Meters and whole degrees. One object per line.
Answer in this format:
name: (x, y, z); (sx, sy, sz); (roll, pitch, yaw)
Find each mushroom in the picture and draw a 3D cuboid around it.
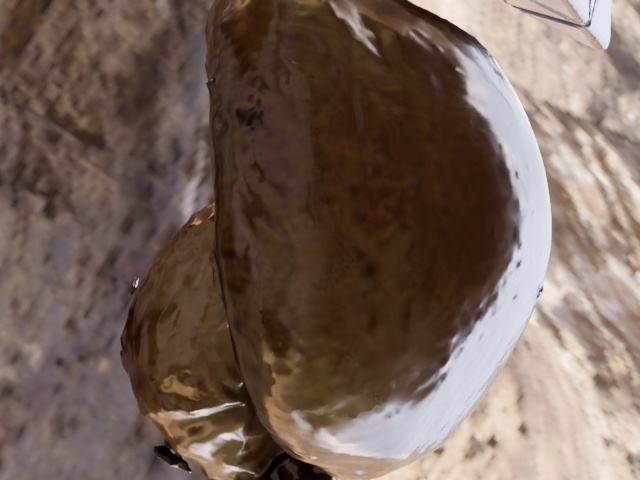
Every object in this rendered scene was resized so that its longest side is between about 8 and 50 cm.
mushroom: (0.010, 0.007, 0.913); (0.263, 0.195, 0.283); (-100, -155, -53)

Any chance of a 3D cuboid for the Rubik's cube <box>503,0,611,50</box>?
Rubik's cube: (0.129, -0.156, 1.061); (0.211, 0.178, 0.190); (-29, -143, 16)
